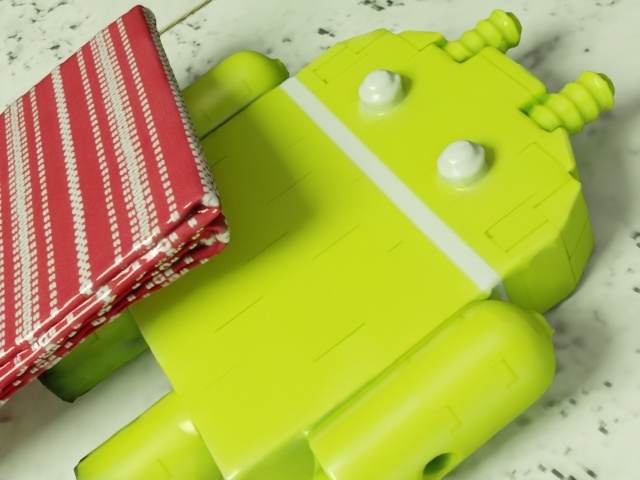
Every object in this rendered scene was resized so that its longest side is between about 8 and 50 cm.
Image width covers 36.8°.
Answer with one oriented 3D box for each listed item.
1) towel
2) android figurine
[{"bbox_3d":[-0.167,0.018,0.450,0.275,0.031,0.199,-38,40,9],"label":"towel"},{"bbox_3d":[0.000,0.000,0.418,0.273,0.056,0.248,-36,49,-2],"label":"android figurine"}]
